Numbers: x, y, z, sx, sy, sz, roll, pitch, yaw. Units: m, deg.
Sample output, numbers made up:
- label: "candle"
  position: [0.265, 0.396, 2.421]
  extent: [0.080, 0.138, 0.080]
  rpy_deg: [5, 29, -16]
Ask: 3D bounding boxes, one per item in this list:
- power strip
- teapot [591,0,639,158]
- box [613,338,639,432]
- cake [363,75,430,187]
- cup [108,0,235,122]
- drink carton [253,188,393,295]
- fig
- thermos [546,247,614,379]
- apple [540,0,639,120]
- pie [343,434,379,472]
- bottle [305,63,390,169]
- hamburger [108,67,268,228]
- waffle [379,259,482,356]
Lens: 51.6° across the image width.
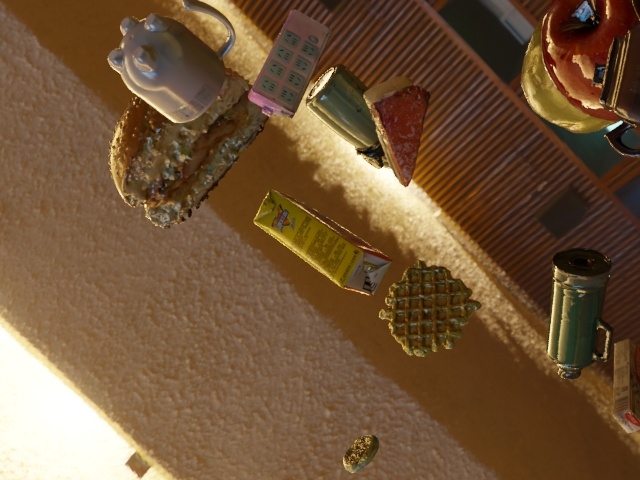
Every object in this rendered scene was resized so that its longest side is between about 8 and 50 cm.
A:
- label: "power strip"
  position: [-0.065, -0.393, 1.472]
  extent: [0.109, 0.037, 0.279]
  rpy_deg: [26, -116, -11]
- label: "teapot"
  position: [0.350, -0.180, 0.726]
  extent: [0.087, 0.096, 0.177]
  rpy_deg: [-1, -79, -61]
- label: "box"
  position: [0.638, 0.295, 1.370]
  extent: [0.055, 0.039, 0.218]
  rpy_deg: [47, -141, -11]
- label: "cake"
  position: [0.167, -0.221, 1.290]
  extent: [0.220, 0.116, 0.086]
  rpy_deg: [59, -178, -42]
- label: "cup"
  position: [-0.227, -0.281, 1.024]
  extent: [0.142, 0.173, 0.134]
  rpy_deg: [35, -128, -53]
- label: "drink carton"
  position: [0.000, 0.000, 1.681]
  extent: [0.351, 0.111, 0.154]
  rpy_deg: [35, -171, 37]
- label: "fig"
  position: [0.498, -0.320, 1.174]
  extent: [0.239, 0.271, 0.240]
  rpy_deg: [8, -105, -30]
- label: "thermos"
  position: [0.354, 0.108, 0.904]
  extent: [0.083, 0.188, 0.073]
  rpy_deg: [4, -149, 18]
- label: "apple"
  position: [0.421, -0.276, 0.911]
  extent: [0.201, 0.218, 0.218]
  rpy_deg: [12, -125, -40]
- label: "pie"
  position: [0.078, 0.412, 1.280]
  extent: [0.017, 0.085, 0.085]
  rpy_deg: [51, -137, -16]
- label: "bottle"
  position: [0.126, -0.359, 1.994]
  extent: [0.347, 0.168, 0.168]
  rpy_deg: [40, -136, -19]
- label: "hamburger"
  position: [-0.380, -0.285, 1.711]
  extent: [0.287, 0.445, 0.268]
  rpy_deg: [40, -178, 37]
- label: "waffle"
  position: [0.280, 0.179, 1.729]
  extent: [0.243, 0.238, 0.059]
  rpy_deg: [44, 174, 34]
